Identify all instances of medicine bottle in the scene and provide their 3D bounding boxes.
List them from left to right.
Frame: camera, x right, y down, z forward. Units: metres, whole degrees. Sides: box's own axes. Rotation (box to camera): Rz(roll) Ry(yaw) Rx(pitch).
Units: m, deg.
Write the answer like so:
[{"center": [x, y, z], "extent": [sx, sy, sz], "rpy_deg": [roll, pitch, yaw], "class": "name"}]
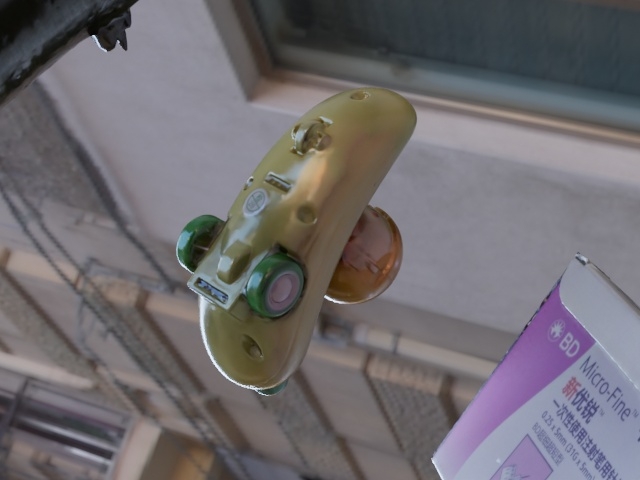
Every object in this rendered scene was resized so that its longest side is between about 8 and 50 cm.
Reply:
[{"center": [0.153, 0.121, 0.730], "extent": [0.171, 0.052, 0.201], "rpy_deg": [-57, 21, 13], "class": "medicine bottle"}]

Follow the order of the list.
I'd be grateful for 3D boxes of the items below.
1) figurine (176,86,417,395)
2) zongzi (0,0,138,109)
[{"center": [0.000, 0.000, 1.237], "extent": [0.324, 0.124, 0.222], "rpy_deg": [-57, -40, -6], "class": "figurine"}, {"center": [-0.385, -0.188, 0.823], "extent": [0.403, 0.432, 0.208], "rpy_deg": [-47, -21, -21], "class": "zongzi"}]
